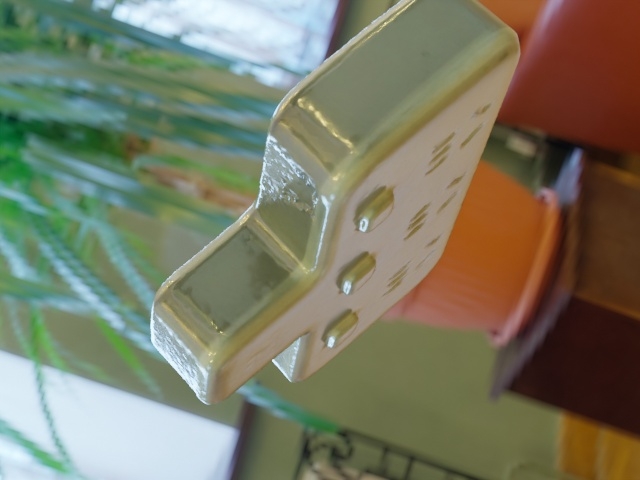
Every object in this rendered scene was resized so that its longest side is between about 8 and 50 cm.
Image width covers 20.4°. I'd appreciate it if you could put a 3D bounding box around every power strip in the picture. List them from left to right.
[{"bbox_3d":[0.000,0.001,0.889,0.193,0.059,0.265,-40,-15,-21],"label":"power strip"}]
